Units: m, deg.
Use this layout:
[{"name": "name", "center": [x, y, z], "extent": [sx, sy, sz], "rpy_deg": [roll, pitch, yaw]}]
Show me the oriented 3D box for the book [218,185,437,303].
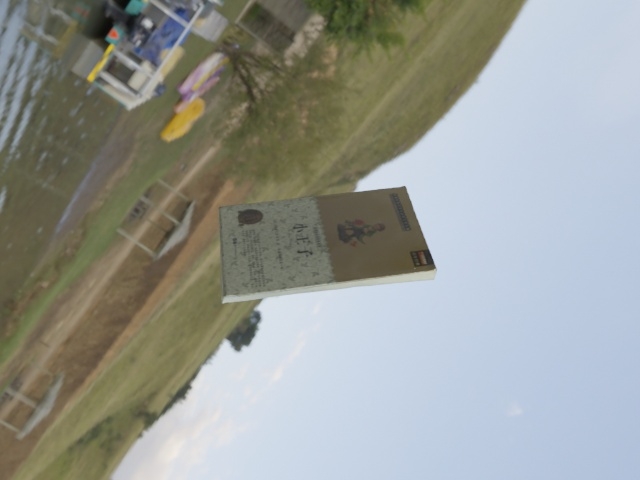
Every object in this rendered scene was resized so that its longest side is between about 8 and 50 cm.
[{"name": "book", "center": [0.000, 0.000, 0.708], "extent": [0.138, 0.199, 0.016], "rpy_deg": [-101, -174, -50]}]
